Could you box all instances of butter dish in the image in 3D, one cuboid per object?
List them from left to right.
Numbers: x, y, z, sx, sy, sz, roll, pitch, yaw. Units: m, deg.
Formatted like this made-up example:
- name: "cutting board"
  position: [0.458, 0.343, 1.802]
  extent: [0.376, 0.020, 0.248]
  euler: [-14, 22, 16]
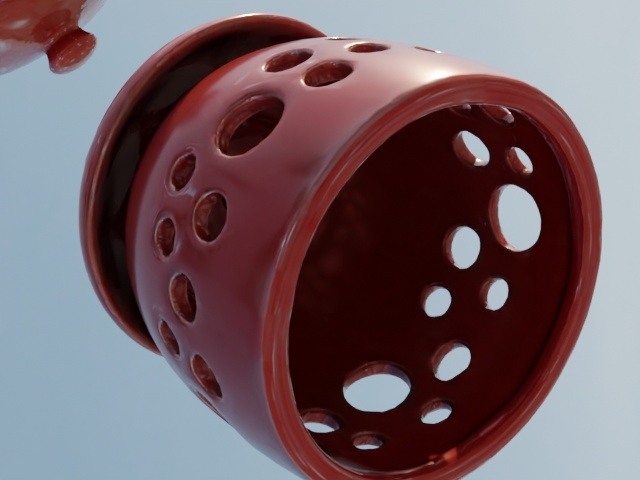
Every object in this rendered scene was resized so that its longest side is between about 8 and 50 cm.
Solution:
- name: "butter dish"
  position: [-0.183, -0.156, 1.247]
  extent: [0.160, 0.118, 0.160]
  euler: [-34, -9, -13]

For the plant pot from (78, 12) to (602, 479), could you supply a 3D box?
- name: "plant pot"
  position: [0.000, 0.000, 0.882]
  extent: [0.191, 0.174, 0.191]
  euler: [-16, -65, -36]
